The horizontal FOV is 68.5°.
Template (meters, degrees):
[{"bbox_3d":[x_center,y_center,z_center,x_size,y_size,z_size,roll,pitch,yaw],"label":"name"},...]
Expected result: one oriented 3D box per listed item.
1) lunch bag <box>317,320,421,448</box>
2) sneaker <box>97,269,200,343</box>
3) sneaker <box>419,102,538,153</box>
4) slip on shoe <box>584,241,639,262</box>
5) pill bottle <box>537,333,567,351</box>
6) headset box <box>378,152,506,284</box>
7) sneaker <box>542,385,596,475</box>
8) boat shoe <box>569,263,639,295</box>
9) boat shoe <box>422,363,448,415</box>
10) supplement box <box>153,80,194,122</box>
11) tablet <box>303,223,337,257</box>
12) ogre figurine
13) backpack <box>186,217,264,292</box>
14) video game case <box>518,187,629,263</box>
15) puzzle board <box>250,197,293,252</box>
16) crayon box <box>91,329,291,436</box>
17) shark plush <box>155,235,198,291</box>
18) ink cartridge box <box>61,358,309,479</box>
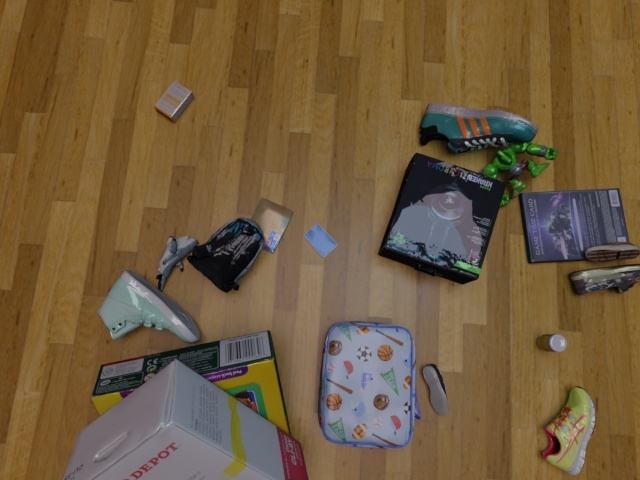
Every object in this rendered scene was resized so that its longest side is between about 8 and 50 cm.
[{"bbox_3d":[0.120,0.352,1.146,0.243,0.115,0.303,4,78,-2],"label":"lunch bag"},{"bbox_3d":[-0.433,0.209,1.178,0.256,0.094,0.151,38,87,4],"label":"sneaker"},{"bbox_3d":[0.412,-0.282,1.257,0.302,0.108,0.121,18,90,29],"label":"sneaker"},{"bbox_3d":[0.762,0.025,1.235,0.135,0.051,0.041,-5,39,6],"label":"slip on shoe"},{"bbox_3d":[0.580,0.258,1.185,0.043,0.083,0.043,0,78,-1],"label":"pill bottle"},{"bbox_3d":[0.306,-0.044,1.217,0.246,0.131,0.283,20,80,4],"label":"headset box"},{"bbox_3d":[0.601,0.456,1.148,0.094,0.081,0.208,16,79,5],"label":"sneaker"},{"bbox_3d":[0.771,0.103,1.227,0.224,0.080,0.073,-6,84,3],"label":"boat shoe"},{"bbox_3d":[0.295,0.373,1.180,0.046,0.038,0.125,-29,76,37],"label":"boat shoe"},{"bbox_3d":[-0.411,-0.390,1.322,0.062,0.036,0.098,34,80,6],"label":"supplement box"},{"bbox_3d":[0.000,0.000,1.267,0.054,0.006,0.083,-41,81,-8],"label":"tablet"},{"bbox_3d":[0.524,-0.198,1.266,0.118,0.097,0.197,47,124,12],"label":"ogre figurine"},{"bbox_3d":[-0.228,0.022,1.199,0.152,0.115,0.182,41,91,-14],"label":"backpack"},{"bbox_3d":[0.690,-0.041,1.278,0.274,0.026,0.196,-3,79,-1],"label":"video game case"},{"bbox_3d":[-0.143,-0.041,1.270,0.096,0.011,0.128,24,80,3],"label":"puzzle board"},{"bbox_3d":[-0.261,0.383,1.039,0.363,0.106,0.313,-10,120,-7],"label":"crayon box"},{"bbox_3d":[-0.383,0.059,1.226,0.067,0.073,0.161,28,73,-26],"label":"shark plush"},{"bbox_3d":[-0.247,0.450,0.922,0.279,0.160,0.384,-38,120,10],"label":"ink cartridge box"}]
